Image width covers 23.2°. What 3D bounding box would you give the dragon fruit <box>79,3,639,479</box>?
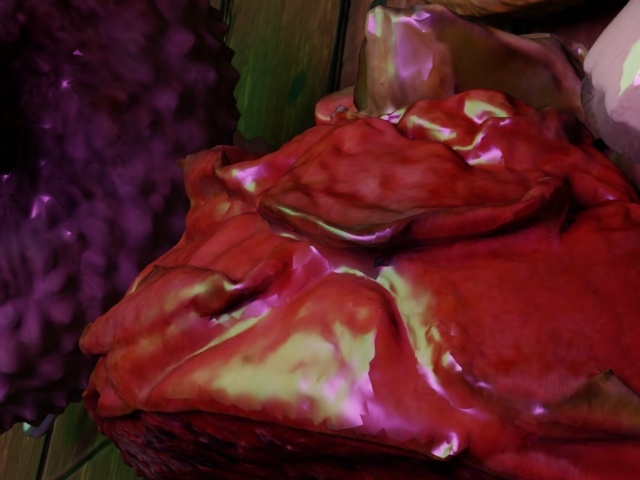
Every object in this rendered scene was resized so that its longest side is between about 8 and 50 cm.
[{"bbox_3d":[0.000,0.000,0.621,0.317,0.152,0.205,-21,48,59],"label":"dragon fruit"}]

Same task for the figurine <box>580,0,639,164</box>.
[{"bbox_3d":[0.159,-0.203,0.372,0.306,0.241,0.412,-134,51,-65],"label":"figurine"}]

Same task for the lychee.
[{"bbox_3d":[-0.183,-0.049,0.747,0.300,0.300,0.300,-46,30,37],"label":"lychee"}]

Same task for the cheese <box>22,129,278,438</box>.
[{"bbox_3d":[-0.114,0.029,0.928,0.249,0.070,0.163,-62,23,8],"label":"cheese"}]

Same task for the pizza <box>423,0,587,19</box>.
[{"bbox_3d":[0.095,-0.238,0.712,0.278,0.114,0.409,-59,26,28],"label":"pizza"}]
